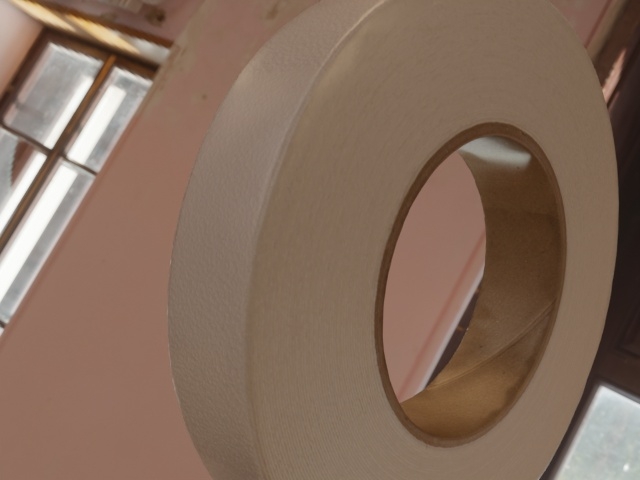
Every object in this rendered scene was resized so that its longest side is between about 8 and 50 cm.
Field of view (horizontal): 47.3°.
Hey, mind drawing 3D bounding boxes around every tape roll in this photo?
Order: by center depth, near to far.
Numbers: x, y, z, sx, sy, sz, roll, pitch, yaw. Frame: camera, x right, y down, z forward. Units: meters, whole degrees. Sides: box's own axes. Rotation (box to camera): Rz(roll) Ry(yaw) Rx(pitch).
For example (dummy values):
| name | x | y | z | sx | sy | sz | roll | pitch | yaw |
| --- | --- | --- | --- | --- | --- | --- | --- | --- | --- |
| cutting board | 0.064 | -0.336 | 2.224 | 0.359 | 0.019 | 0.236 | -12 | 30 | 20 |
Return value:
| name | x | y | z | sx | sy | sz | roll | pitch | yaw |
| --- | --- | --- | --- | --- | --- | --- | --- | --- | --- |
| tape roll | 0.081 | 0.024 | 0.487 | 0.072 | 0.392 | 0.392 | 13 | 164 | 46 |
